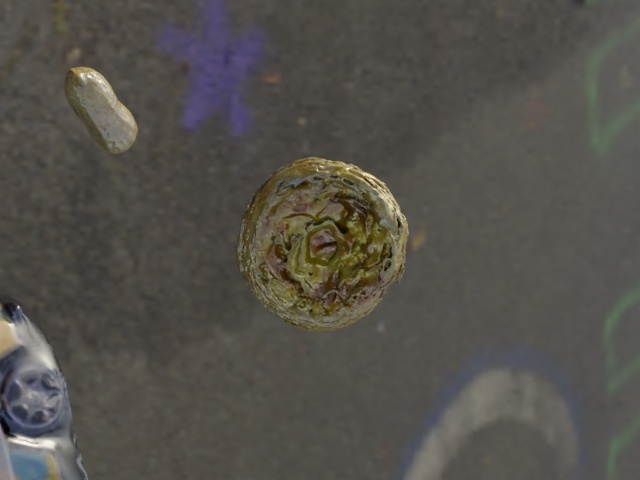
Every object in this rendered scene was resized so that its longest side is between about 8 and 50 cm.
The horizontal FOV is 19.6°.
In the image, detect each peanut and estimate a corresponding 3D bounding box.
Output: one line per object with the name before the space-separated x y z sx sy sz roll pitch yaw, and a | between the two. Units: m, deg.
peanut | -0.229 -0.136 1.922 0.054 0.054 0.113 -62 139 -31

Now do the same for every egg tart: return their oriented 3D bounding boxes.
egg tart | 0.000 0.000 1.360 0.049 0.129 0.128 -99 -170 -80

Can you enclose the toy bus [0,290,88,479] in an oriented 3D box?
toy bus | -0.254 0.232 1.292 0.162 0.171 0.386 -11 85 -38
